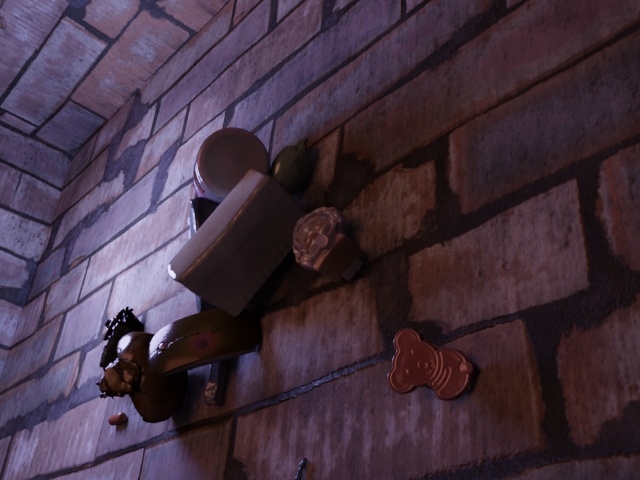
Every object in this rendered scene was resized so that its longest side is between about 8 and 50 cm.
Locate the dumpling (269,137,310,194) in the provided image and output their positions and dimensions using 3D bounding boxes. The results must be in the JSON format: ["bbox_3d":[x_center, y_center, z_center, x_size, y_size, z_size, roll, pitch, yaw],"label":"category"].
[{"bbox_3d":[-0.085,-0.188,1.982,0.219,0.108,0.152,-56,-9,-4],"label":"dumpling"}]

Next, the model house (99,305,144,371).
[{"bbox_3d":[-0.690,0.332,2.378,0.164,0.141,0.203,41,103,46],"label":"model house"}]

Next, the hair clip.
[{"bbox_3d":[0.199,0.229,1.265,0.138,0.102,0.123,3,71,54],"label":"hair clip"}]

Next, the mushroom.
[{"bbox_3d":[-0.481,0.377,1.950,0.195,0.283,0.264,-25,83,24],"label":"mushroom"}]

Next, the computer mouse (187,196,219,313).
[{"bbox_3d":[-0.312,0.051,2.036,0.203,0.114,0.374,129,134,-66],"label":"computer mouse"}]

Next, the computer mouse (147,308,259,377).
[{"bbox_3d":[-0.311,0.264,1.837,0.310,0.072,0.158,-15,44,4],"label":"computer mouse"}]

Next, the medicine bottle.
[{"bbox_3d":[-0.265,-0.198,2.032,0.202,0.202,0.316,-67,10,-9],"label":"medicine bottle"}]

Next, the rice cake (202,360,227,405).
[{"bbox_3d":[-0.278,0.322,1.900,0.055,0.049,0.270,-16,51,20],"label":"rice cake"}]

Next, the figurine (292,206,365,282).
[{"bbox_3d":[0.002,0.001,1.665,0.163,0.141,0.237,-51,34,8],"label":"figurine"}]

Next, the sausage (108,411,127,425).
[{"bbox_3d":[-0.646,0.568,2.236,0.083,0.034,0.034,-28,46,40],"label":"sausage"}]

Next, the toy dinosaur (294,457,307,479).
[{"bbox_3d":[-0.056,0.542,1.438,0.080,0.045,0.198,-31,35,57],"label":"toy dinosaur"}]

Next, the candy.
[{"bbox_3d":[-0.208,0.004,1.830,0.359,0.208,0.145,-51,36,-5],"label":"candy"}]
